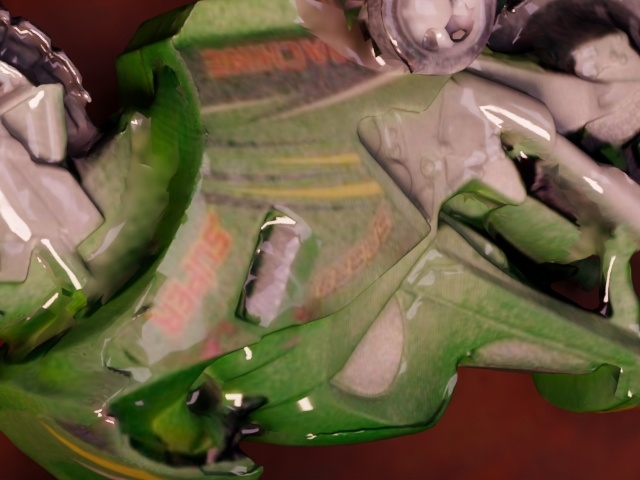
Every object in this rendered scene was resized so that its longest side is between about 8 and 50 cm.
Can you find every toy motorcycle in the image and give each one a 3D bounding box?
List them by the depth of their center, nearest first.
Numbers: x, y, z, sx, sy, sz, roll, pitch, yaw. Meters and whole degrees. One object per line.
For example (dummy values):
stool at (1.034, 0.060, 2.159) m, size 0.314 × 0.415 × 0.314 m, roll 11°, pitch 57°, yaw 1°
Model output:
toy motorcycle at (0.000, 0.000, 0.380) m, size 0.190 × 0.074 × 0.106 m, roll -7°, pitch 91°, yaw -28°
